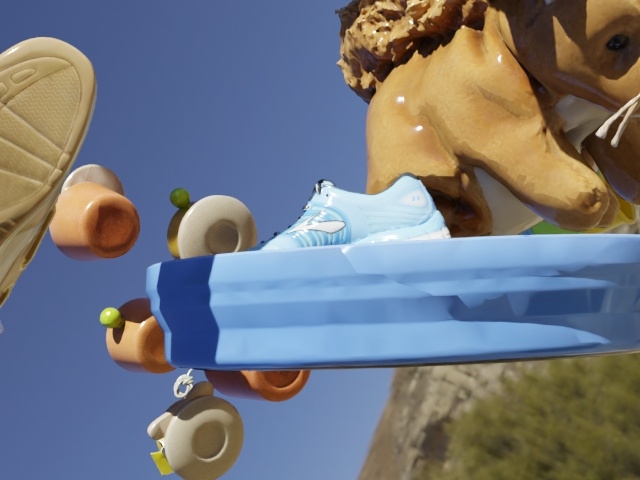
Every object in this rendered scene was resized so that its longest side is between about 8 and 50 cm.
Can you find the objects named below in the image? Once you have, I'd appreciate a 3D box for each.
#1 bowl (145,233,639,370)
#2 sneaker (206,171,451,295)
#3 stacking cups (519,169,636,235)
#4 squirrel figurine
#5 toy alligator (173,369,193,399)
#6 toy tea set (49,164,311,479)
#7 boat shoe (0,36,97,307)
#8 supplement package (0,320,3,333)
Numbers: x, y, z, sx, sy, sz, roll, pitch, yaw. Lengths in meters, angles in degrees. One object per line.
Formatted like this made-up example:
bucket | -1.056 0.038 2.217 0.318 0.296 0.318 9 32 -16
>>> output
bowl | 0.072 0.049 0.860 0.391 0.391 0.077 13 -106 -76
sneaker | 0.000 0.000 0.759 0.063 0.162 0.073 60 -165 -74
stacking cups | 0.296 0.005 1.698 0.316 0.096 0.096 -32 5 30
squirrel figurine | 0.182 -0.190 1.118 0.281 0.397 0.370 -18 -23 -26
toy alligator | -0.118 0.109 1.387 0.189 0.056 0.051 -59 -6 -18
toy tea set | -0.144 0.064 1.167 0.200 0.124 0.336 -33 -68 -27
boat shoe | -0.155 -0.016 0.545 0.170 0.063 0.059 -57 1 4
supplement package | -0.319 0.019 0.698 0.203 0.149 0.194 -20 -4 -9
